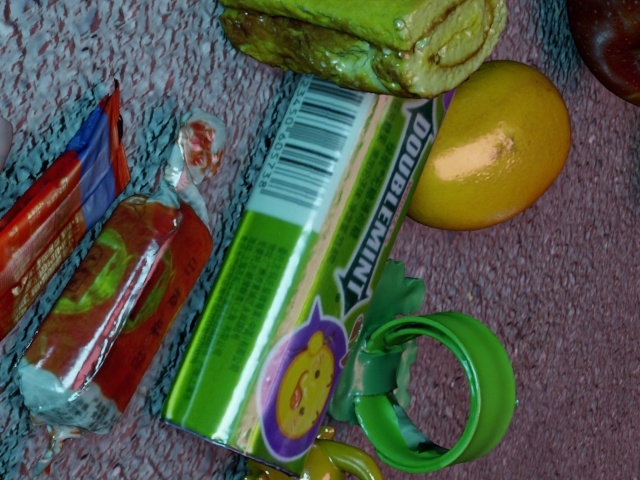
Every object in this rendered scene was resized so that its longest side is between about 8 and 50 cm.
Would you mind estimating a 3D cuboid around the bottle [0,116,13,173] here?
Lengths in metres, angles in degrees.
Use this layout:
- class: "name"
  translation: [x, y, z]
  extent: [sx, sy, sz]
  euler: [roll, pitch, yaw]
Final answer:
- class: "bottle"
  translation: [-0.221, -0.010, 0.892]
  extent: [0.053, 0.053, 0.140]
  euler: [30, 79, -57]

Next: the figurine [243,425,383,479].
- class: "figurine"
  translation: [-0.012, 0.235, 1.263]
  extent: [0.121, 0.122, 0.176]
  euler: [25, 82, -60]

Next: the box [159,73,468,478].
- class: "box"
  translation: [0.000, 0.000, 1.195]
  extent: [0.134, 0.097, 0.346]
  euler: [36, 74, -56]

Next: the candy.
- class: "candy"
  translation: [-0.134, 0.044, 1.044]
  extent: [0.292, 0.059, 0.086]
  euler: [-62, 155, -16]

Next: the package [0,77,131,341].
- class: "package"
  translation: [-0.165, -0.014, 0.969]
  extent: [0.200, 0.022, 0.083]
  euler: [-60, 159, -46]

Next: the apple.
- class: "apple"
  translation: [0.350, -0.231, 1.515]
  extent: [0.218, 0.218, 0.201]
  euler: [70, 31, -44]

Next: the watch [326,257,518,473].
- class: "watch"
  translation: [0.084, 0.108, 1.328]
  extent: [0.131, 0.152, 0.165]
  euler: [2, 104, -54]

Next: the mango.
- class: "mango"
  translation: [0.127, -0.079, 1.353]
  extent: [0.219, 0.112, 0.145]
  euler: [-17, 120, -40]

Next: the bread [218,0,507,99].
- class: "bread"
  translation: [0.027, -0.160, 1.090]
  extent: [0.132, 0.172, 0.103]
  euler: [-39, 135, -40]
